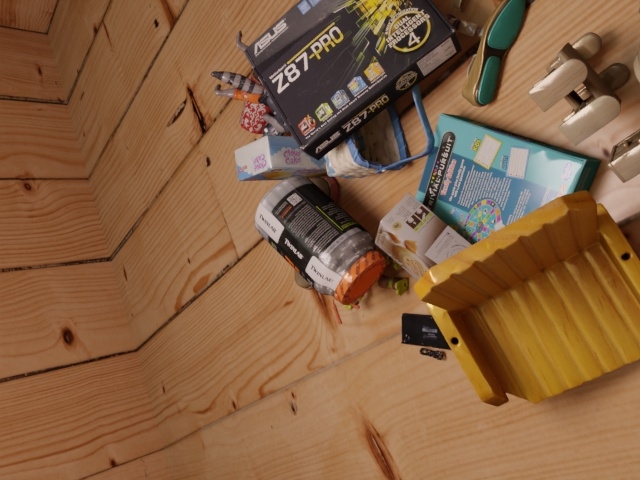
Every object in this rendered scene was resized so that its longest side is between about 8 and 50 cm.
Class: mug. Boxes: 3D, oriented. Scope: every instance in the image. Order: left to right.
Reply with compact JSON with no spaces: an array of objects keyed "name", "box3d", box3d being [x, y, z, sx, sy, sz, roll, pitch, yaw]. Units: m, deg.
[{"name":"mug","box3d":[-0.178,-0.415,1.675,0.150,0.113,0.169,56,134,35]}]

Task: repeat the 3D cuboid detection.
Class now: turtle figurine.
[{"name":"turtle figurine","box3d":[0.124,0.095,1.429,0.217,0.087,0.269,1,87,39]}]

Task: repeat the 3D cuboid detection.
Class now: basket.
[{"name":"basket","box3d":[0.130,-0.285,1.292,0.289,0.201,0.254,-22,77,52]}]

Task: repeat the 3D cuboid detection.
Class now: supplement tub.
[{"name":"supplement tub","box3d":[0.000,0.000,1.340,0.316,0.194,0.193,43,124,24]}]

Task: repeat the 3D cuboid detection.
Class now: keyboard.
[{"name":"keyboard","box3d":[0.275,0.238,1.332,0.180,0.023,0.108,-3,86,48]}]

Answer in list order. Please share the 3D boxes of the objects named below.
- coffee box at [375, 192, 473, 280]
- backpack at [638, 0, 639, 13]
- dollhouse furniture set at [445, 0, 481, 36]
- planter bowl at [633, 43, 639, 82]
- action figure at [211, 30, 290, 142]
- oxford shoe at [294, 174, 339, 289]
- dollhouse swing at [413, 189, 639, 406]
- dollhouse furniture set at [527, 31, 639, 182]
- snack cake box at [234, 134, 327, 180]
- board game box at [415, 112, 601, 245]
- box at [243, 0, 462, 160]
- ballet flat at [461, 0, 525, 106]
[{"name":"coffee box","box3d":[0.247,0.030,1.188,0.246,0.098,0.141,42,166,14]},{"name":"backpack","box3d":[0.586,-0.403,0.838,0.166,0.144,0.188,-27,73,50]},{"name":"dollhouse furniture set","box3d":[0.318,-0.502,1.165,0.081,0.091,0.114,29,113,25]},{"name":"planter bowl","box3d":[0.524,-0.267,0.767,0.109,0.162,0.162,121,131,-67]},{"name":"action figure","box3d":[-0.154,-0.372,1.544,0.330,0.178,0.341,32,117,-4]},{"name":"oxford shoe","box3d":[-0.047,-0.019,1.565,0.123,0.130,0.348,22,110,44]},{"name":"dollhouse swing","box3d":[0.373,0.125,0.900,0.347,0.305,0.315,-31,80,17]},{"name":"dollhouse furniture set","box3d":[0.504,-0.247,0.902,0.242,0.212,0.161,47,133,-1]},{"name":"snack cake box","box3d":[-0.082,-0.221,1.479,0.152,0.264,0.089,-9,89,47]},{"name":"board game box","box3d":[0.370,-0.102,1.147,0.336,0.079,0.253,33,118,40]},{"name":"box","box3d":[0.058,-0.420,1.196,0.395,0.097,0.318,-35,67,16]},{"name":"ballet flat","box3d":[0.352,-0.402,1.137,0.073,0.080,0.232,45,125,52]}]
